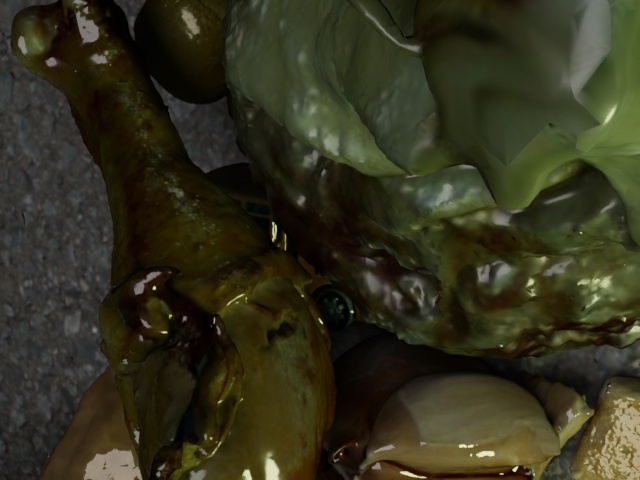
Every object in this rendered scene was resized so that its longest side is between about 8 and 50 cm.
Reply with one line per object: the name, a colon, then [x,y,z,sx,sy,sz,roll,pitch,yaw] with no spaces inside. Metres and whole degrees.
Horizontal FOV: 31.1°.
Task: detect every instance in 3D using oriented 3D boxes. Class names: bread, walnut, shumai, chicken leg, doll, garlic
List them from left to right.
walnut: [-0.099,0.164,0.844,0.141,0.204,0.238,-2,103,52]
chicken leg: [-0.082,0.016,0.731,0.140,0.211,0.361,-18,60,-2]
doll: [-0.034,-0.128,0.828,0.209,0.097,0.137,24,145,5]
garlic: [0.067,0.174,0.798,0.160,0.191,0.214,-132,44,-57]
shumai: [0.112,-0.105,0.566,0.395,0.348,0.395,0,91,10]
bread: [0.211,0.137,0.778,0.070,0.035,0.083,19,104,23]

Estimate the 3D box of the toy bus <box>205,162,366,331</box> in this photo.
toy bus: [0.000,0.000,0.826,0.182,0.091,0.103,10,108,27]
